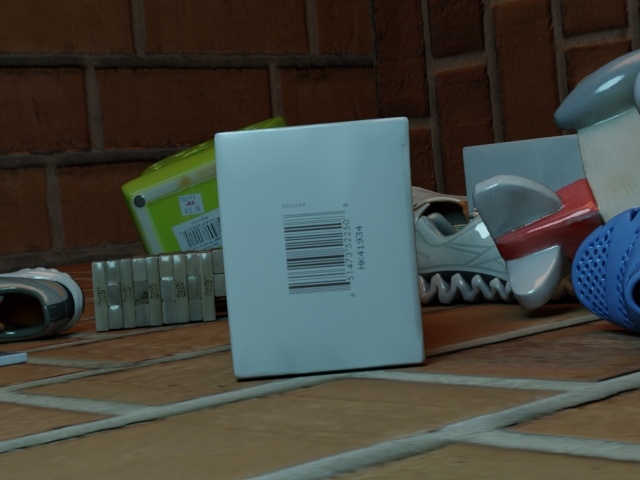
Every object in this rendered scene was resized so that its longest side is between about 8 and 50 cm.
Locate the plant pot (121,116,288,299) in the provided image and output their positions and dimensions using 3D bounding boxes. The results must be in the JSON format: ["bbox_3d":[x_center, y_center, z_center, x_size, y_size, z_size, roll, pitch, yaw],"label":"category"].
[{"bbox_3d":[-0.137,-0.029,1.915,0.228,0.227,0.207,-20,5,16],"label":"plant pot"}]

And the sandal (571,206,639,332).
[{"bbox_3d":[0.306,0.030,1.135,0.138,0.126,0.317,-11,3,-26],"label":"sandal"}]

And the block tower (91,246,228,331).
[{"bbox_3d":[-0.122,0.054,1.750,0.336,0.090,0.097,-5,2,-7],"label":"block tower"}]

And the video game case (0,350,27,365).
[{"bbox_3d":[-0.381,0.128,1.449,0.087,0.011,0.122,-6,2,-40],"label":"video game case"}]

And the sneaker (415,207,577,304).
[{"bbox_3d":[0.235,0.016,1.631,0.292,0.118,0.110,-2,2,30],"label":"sneaker"}]

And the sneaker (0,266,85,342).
[{"bbox_3d":[-0.436,0.082,1.680,0.272,0.100,0.108,-5,7,6],"label":"sneaker"}]

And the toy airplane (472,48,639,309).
[{"bbox_3d":[0.350,-0.075,1.445,0.386,0.272,0.384,24,44,39],"label":"toy airplane"}]

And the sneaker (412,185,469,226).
[{"bbox_3d":[0.153,-0.040,2.267,0.290,0.105,0.123,-3,1,38],"label":"sneaker"}]

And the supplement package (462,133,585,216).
[{"bbox_3d":[0.370,-0.057,2.064,0.198,0.199,0.263,-4,2,34],"label":"supplement package"}]

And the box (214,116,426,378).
[{"bbox_3d":[0.000,0.000,1.308,0.168,0.215,0.345,-5,3,0],"label":"box"}]

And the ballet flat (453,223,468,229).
[{"bbox_3d":[0.165,0.029,1.991,0.249,0.086,0.086,-6,2,10],"label":"ballet flat"}]
